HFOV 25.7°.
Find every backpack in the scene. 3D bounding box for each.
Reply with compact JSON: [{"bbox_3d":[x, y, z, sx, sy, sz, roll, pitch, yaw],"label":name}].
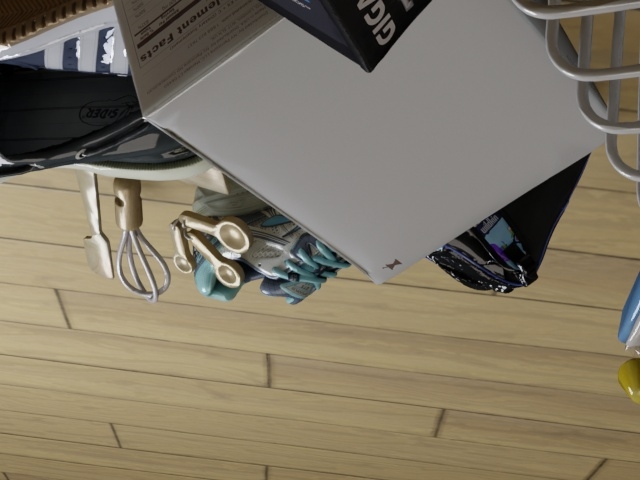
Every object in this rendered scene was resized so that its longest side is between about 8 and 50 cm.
[{"bbox_3d":[0.106,-0.058,1.105,0.173,0.158,0.117,28,170,-12],"label":"backpack"}]

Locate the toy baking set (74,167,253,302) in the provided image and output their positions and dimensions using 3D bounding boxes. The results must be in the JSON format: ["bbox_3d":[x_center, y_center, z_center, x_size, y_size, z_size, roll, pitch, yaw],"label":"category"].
[{"bbox_3d":[-0.167,-0.027,1.282,0.256,0.030,0.197,-9,117,43],"label":"toy baking set"}]

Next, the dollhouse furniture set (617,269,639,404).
[{"bbox_3d":[0.393,0.070,1.053,0.286,0.198,0.303,20,130,4],"label":"dollhouse furniture set"}]

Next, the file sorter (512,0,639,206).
[{"bbox_3d":[0.236,-0.143,0.814,0.173,0.193,0.278,-5,153,27],"label":"file sorter"}]

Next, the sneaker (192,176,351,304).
[{"bbox_3d":[0.000,0.000,1.296,0.283,0.122,0.110,-10,152,35],"label":"sneaker"}]

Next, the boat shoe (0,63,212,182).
[{"bbox_3d":[-0.246,-0.108,1.121,0.340,0.127,0.113,4,155,4],"label":"boat shoe"}]

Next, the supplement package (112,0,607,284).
[{"bbox_3d":[0.031,-0.123,0.895,0.204,0.145,0.262,-33,141,18],"label":"supplement package"}]

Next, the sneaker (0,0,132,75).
[{"bbox_3d":[-0.147,-0.152,1.025,0.282,0.099,0.153,-9,150,26],"label":"sneaker"}]

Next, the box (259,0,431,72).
[{"bbox_3d":[-0.101,-0.240,0.658,0.295,0.073,0.293,38,174,30],"label":"box"}]
